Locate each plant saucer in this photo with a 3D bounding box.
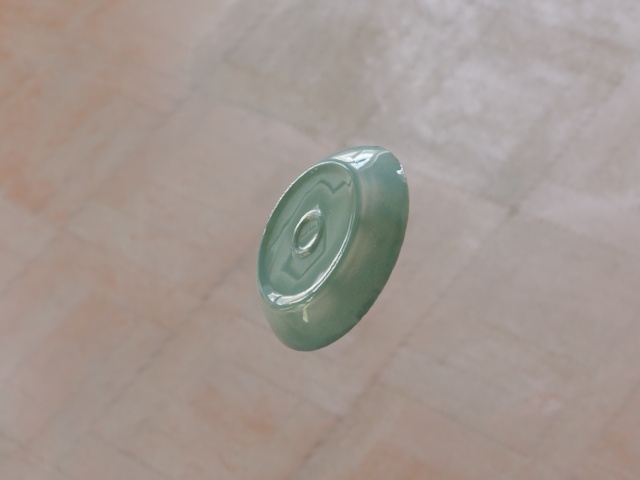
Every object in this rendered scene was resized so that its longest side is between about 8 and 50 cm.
[{"bbox_3d":[0.000,0.000,0.965,0.119,0.021,0.119,-33,44,40],"label":"plant saucer"}]
